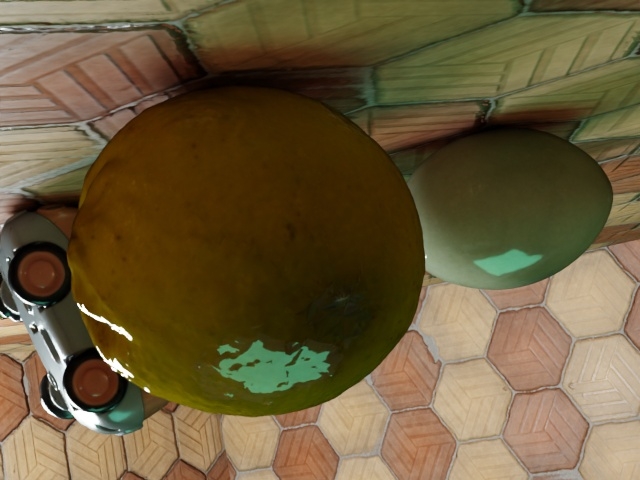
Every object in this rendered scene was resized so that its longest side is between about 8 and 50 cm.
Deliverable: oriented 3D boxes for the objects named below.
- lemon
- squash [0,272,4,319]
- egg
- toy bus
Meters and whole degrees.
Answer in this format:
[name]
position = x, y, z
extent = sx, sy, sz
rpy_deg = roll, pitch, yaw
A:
[lemon]
position = -0.061, 0.009, 1.015
extent = 0.297, 0.297, 0.297
rpy_deg = -10, 173, -1
[squash]
position = -0.499, 0.087, 1.864
extent = 0.090, 0.075, 0.200
rpy_deg = 15, 179, 18
[egg]
position = 0.213, -0.037, 1.400
extent = 0.253, 0.186, 0.186
rpy_deg = -7, 173, 3
[toy bus]
position = -0.244, 0.077, 1.423
extent = 0.232, 0.288, 0.194
rpy_deg = -25, 179, -21
